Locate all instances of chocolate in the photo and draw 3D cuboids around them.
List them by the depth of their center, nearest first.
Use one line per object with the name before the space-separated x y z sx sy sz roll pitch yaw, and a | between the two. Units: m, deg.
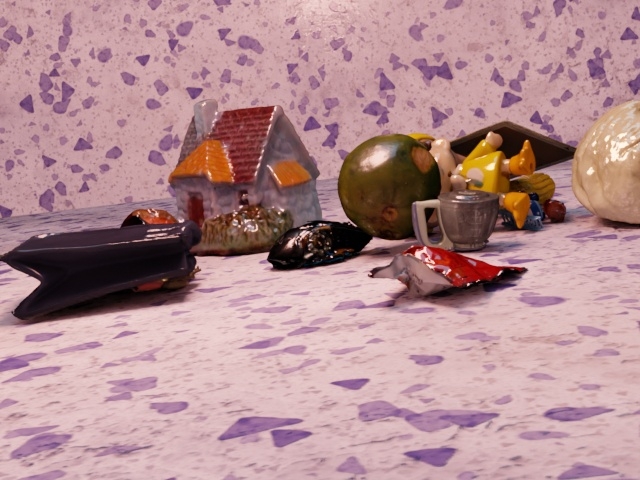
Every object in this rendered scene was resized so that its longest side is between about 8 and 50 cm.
chocolate | -0.359 -0.011 2.098 0.127 0.124 0.133 -11 -13 42

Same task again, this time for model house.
model house | -0.188 -0.155 2.196 0.297 0.339 0.360 -12 9 -42

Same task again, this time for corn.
corn | 0.449 -0.104 2.178 0.080 0.080 0.231 -1 10 39

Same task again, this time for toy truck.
toy truck | 0.414 -0.054 1.932 0.074 0.063 0.136 -31 18 -20

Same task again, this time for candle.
candle | 0.474 -0.061 2.005 0.048 0.053 0.162 -51 -4 8

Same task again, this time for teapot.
teapot | 0.248 -0.030 1.732 0.149 0.108 0.111 -11 15 -36

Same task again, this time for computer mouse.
computer mouse | 0.000 0.000 1.846 0.241 0.078 0.146 -12 11 -37

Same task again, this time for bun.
bun | 0.654 -0.157 1.834 0.349 0.227 0.352 -9 8 -24

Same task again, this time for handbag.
handbag | -0.370 0.041 1.717 0.329 0.122 0.303 -8 7 -5

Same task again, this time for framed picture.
framed picture | 0.384 -0.186 2.035 0.216 0.016 0.273 18 -16 -25

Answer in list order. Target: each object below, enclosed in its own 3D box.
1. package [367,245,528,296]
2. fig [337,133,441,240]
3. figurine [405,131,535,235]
package | 0.180 0.039 1.434 0.194 0.071 0.269 13 13 27
fig | 0.141 -0.115 1.836 0.195 0.195 0.245 -3 30 25
figurine | 0.258 -0.110 1.962 0.343 0.215 0.187 5 -23 37
